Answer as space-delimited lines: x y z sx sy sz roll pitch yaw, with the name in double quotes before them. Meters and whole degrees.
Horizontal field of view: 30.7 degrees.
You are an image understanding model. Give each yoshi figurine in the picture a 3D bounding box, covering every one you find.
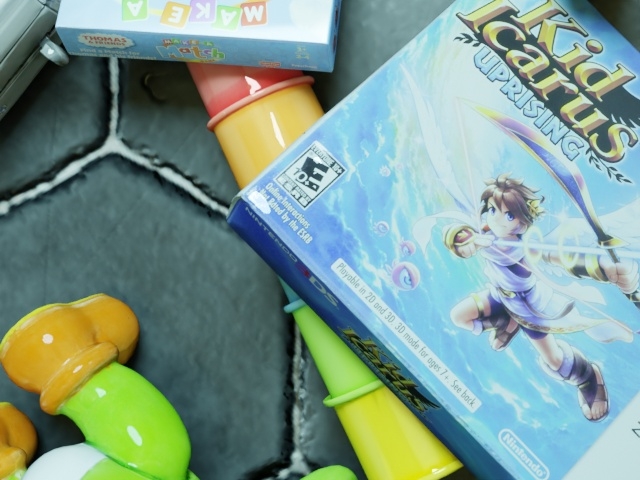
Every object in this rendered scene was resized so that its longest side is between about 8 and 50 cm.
"yoshi figurine" -0.069 0.210 0.730 0.362 0.203 0.203 44 54 16

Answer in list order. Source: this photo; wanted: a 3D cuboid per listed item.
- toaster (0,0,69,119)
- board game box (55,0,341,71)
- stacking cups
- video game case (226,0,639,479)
"toaster" -0.260 -0.169 0.728 0.146 0.129 0.227 -44 86 3
"board game box" -0.060 -0.207 0.706 0.160 0.039 0.211 4 70 6
"stacking cups" 0.000 0.000 0.720 0.096 0.096 0.316 -27 90 7
"video game case" 0.126 -0.003 0.676 0.269 0.061 0.244 46 70 2
